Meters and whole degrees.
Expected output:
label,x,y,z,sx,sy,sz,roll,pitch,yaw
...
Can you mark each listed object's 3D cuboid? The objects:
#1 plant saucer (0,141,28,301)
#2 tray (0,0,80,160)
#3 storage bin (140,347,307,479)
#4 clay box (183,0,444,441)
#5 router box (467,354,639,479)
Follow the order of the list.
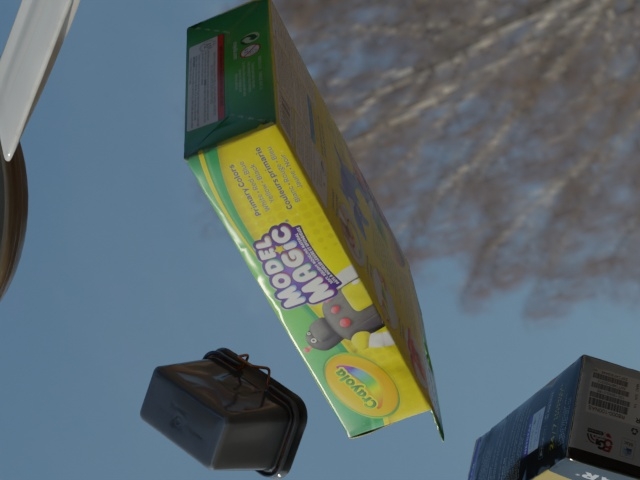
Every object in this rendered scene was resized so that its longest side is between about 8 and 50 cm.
label,x,y,z,sx,sy,sz,roll,pitch,yaw
plant saucer,-0.343,-0.033,1.465,0.041,0.278,0.278,0,-108,-50
tray,-0.138,-0.186,0.984,0.030,0.270,0.145,23,-142,-8
storage bin,-0.092,0.154,1.538,0.091,0.135,0.098,2,-67,-50
clay box,0.000,0.000,0.866,0.127,0.053,0.222,-95,-19,-55
router box,0.285,0.194,1.249,0.309,0.243,0.081,17,-114,-6
